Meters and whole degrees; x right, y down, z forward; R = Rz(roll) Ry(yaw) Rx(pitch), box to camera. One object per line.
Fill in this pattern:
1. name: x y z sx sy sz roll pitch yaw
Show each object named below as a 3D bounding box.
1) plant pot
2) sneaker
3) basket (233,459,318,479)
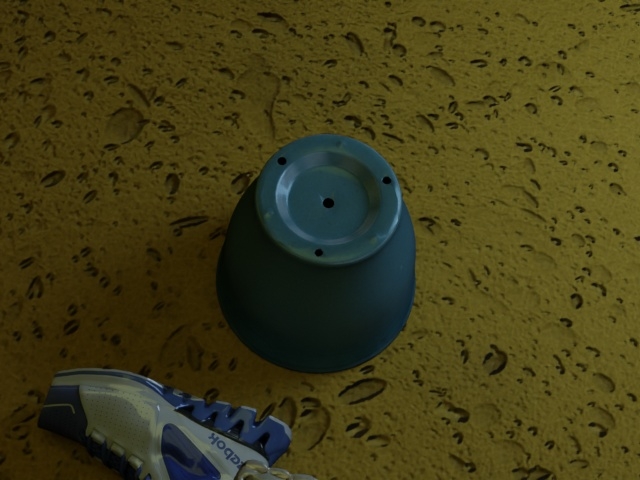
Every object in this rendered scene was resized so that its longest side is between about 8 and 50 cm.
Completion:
1. plant pot: 0.000 0.000 1.990 0.271 0.255 0.272 1 65 -3
2. sneaker: -0.205 0.278 1.914 0.315 0.127 0.182 13 62 1
3. basket: 0.007 0.445 1.739 0.328 0.331 0.266 15 63 3
